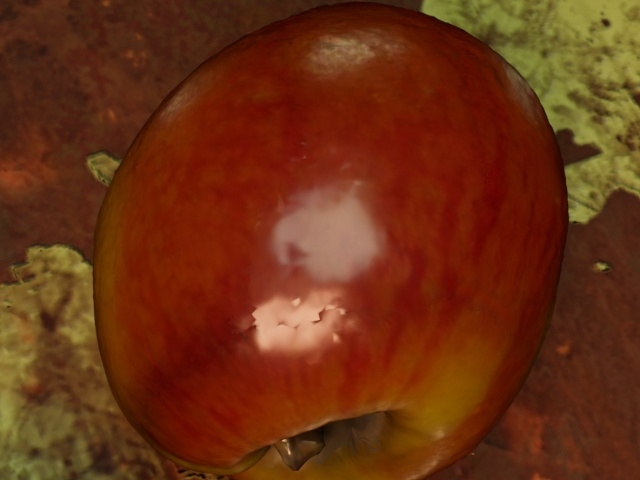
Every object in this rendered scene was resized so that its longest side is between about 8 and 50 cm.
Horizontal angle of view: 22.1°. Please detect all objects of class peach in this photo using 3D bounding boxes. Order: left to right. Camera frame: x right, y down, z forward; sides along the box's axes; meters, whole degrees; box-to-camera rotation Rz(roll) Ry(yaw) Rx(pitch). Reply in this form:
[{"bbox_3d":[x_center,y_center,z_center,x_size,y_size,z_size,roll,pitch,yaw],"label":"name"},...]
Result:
[{"bbox_3d":[0.000,0.000,0.889,0.281,0.238,0.281,-18,56,28],"label":"peach"}]
